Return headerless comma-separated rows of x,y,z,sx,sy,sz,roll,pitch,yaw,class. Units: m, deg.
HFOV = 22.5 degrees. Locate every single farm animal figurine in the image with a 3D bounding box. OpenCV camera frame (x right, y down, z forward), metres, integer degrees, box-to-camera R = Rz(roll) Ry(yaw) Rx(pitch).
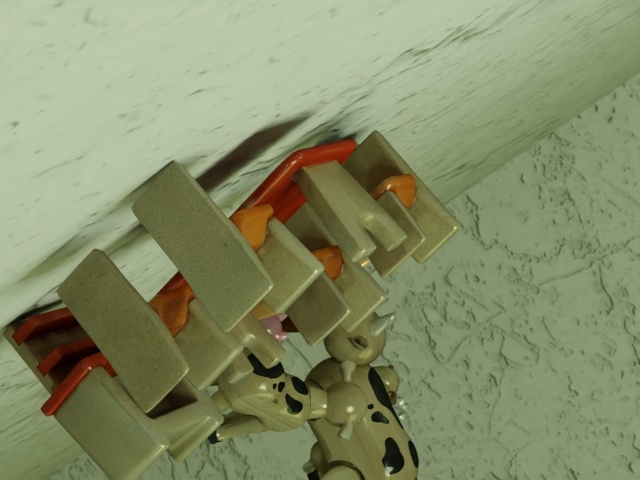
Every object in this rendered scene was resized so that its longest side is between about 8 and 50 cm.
0.008,0.152,1.666,0.172,0.326,0.330,-22,-162,22,farm animal figurine

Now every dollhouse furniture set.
-0.075,0.026,1.023,0.259,0.135,0.262,-45,166,26,dollhouse furniture set

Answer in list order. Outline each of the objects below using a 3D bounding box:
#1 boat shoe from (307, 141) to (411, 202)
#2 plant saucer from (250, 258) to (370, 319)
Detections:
0.034,-0.041,1.221,0.069,0.081,0.228,-32,-177,-9,boat shoe
0.000,0.000,1.407,0.200,0.037,0.200,-30,-167,8,plant saucer
